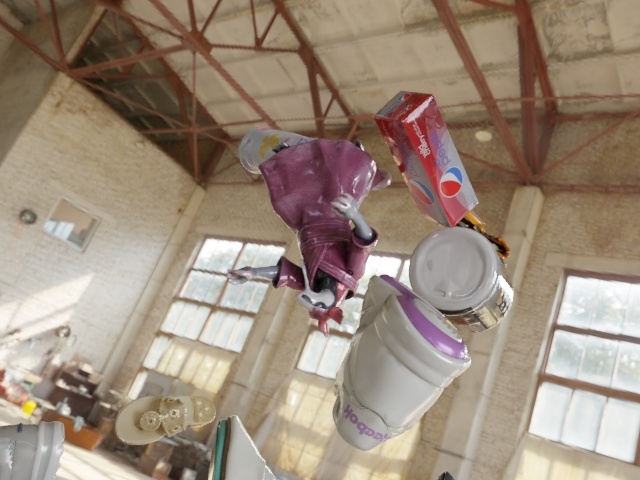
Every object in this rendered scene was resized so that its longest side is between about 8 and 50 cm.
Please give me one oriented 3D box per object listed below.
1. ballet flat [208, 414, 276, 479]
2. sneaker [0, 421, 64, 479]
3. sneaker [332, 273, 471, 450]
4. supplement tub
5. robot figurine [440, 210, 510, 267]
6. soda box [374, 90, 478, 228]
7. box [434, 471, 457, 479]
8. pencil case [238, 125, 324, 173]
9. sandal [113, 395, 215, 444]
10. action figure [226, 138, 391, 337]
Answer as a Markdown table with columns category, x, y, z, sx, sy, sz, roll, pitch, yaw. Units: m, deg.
| category | x | y | z | sx | sy | sz | roll | pitch | yaw |
| --- | --- | --- | --- | --- | --- | --- | --- | --- | --- |
| ballet flat | -0.092 | 0.386 | 0.720 | 0.139 | 0.139 | 0.400 | 27 | 22 | -14 |
| sneaker | -0.443 | 0.375 | 0.801 | 0.115 | 0.281 | 0.105 | 17 | -3 | -23 |
| sneaker | 0.063 | 0.121 | 0.621 | 0.114 | 0.152 | 0.305 | 37 | 4 | 6 |
| supplement tub | 0.330 | 0.102 | 1.341 | 0.193 | 0.194 | 0.316 | 12 | -12 | 27 |
| robot figurine | 0.416 | -0.031 | 1.651 | 0.291 | 0.085 | 0.211 | 45 | 0 | -6 |
| soda box | 0.204 | -0.150 | 1.117 | 0.092 | 0.083 | 0.263 | 29 | -23 | 54 |
| box | 0.115 | 0.467 | 0.859 | 0.059 | 0.233 | 0.183 | 43 | 19 | 7 |
| pencil case | -0.076 | -0.189 | 1.347 | 0.124 | 0.113 | 0.273 | 36 | -9 | -38 |
| sandal | -0.280 | 0.332 | 1.145 | 0.079 | 0.088 | 0.240 | -30 | -22 | 28 |
| action figure | 0.000 | 0.000 | 1.074 | 0.248 | 0.370 | 0.275 | -17 | -25 | 25 |
